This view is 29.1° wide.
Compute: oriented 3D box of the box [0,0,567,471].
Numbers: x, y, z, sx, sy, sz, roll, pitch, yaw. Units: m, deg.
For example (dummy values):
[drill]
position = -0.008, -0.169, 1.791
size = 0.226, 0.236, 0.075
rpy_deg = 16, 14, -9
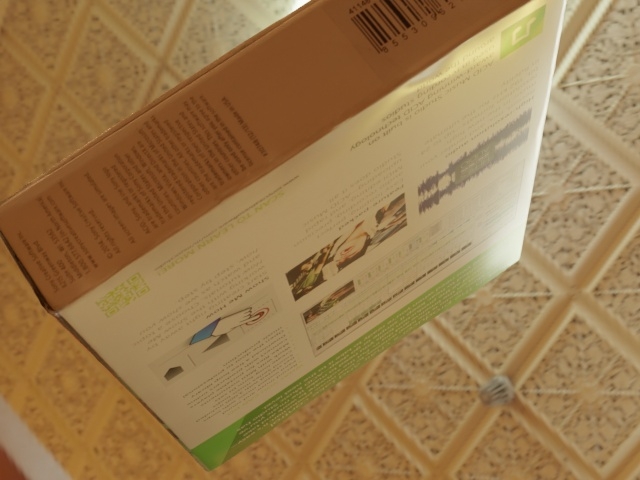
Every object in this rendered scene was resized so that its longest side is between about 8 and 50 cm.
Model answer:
[box]
position = 0.000, 0.000, 0.596
size = 0.058, 0.232, 0.322
rpy_deg = 53, -9, 21
